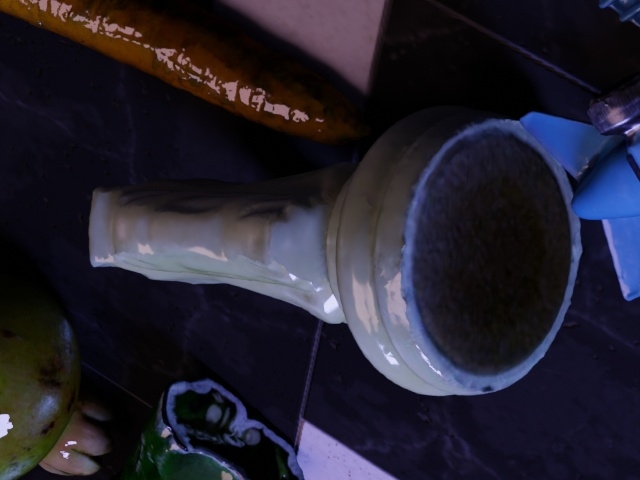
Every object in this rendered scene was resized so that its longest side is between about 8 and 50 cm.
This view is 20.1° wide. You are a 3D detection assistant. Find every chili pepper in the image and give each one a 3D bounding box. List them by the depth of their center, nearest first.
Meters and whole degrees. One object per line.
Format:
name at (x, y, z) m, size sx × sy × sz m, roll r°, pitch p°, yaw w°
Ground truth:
chili pepper at (-0.125, 0.219, 1.554) m, size 0.136 × 0.099 × 0.270 m, roll 23°, pitch 143°, yaw -16°

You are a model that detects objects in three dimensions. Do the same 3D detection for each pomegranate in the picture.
pomegranate at (-0.267, 0.129, 1.522) m, size 0.159 × 0.190 × 0.241 m, roll -28°, pitch 107°, yaw 28°

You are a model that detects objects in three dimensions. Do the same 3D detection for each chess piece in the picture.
chess piece at (0.000, 0.000, 1.130) m, size 0.298 × 0.176 × 0.175 m, roll 5°, pitch 131°, yaw 44°

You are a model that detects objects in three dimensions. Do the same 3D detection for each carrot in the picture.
carrot at (-0.106, -0.136, 1.172) m, size 0.314 × 0.066 × 0.066 m, roll 25°, pitch 143°, yaw 15°

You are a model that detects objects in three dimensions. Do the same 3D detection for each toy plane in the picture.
toy plane at (0.212, -0.059, 0.917) m, size 0.254 × 0.105 × 0.271 m, roll 59°, pitch 149°, yaw 0°
